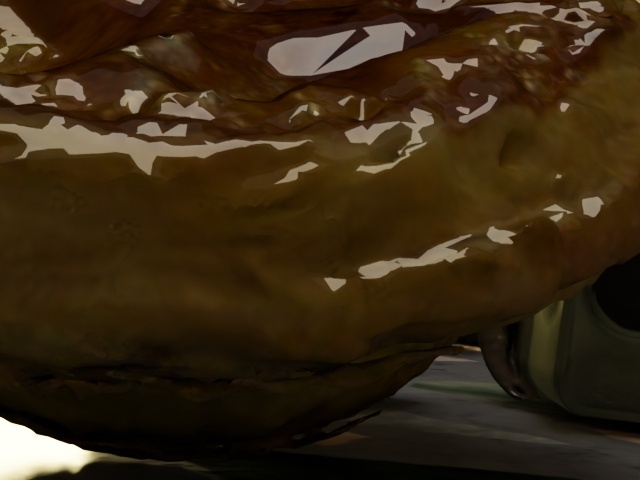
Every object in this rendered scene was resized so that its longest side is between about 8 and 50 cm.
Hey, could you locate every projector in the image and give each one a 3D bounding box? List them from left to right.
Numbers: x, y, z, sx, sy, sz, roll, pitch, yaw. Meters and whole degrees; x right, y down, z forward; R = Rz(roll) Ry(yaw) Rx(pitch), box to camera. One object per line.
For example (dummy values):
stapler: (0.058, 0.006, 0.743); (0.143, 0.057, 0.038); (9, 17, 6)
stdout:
projector: (0.217, 0.030, 0.709); (0.242, 0.164, 0.177); (9, -1, 1)

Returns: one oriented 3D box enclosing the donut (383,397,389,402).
donut: (-0.037, 0.043, 0.734); (0.216, 0.096, 0.230); (1, 2, -39)

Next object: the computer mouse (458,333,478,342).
computer mouse: (0.193, 0.078, 1.267); (0.105, 0.062, 0.192); (4, 1, 30)

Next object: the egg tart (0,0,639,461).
egg tart: (-0.055, -0.043, 0.534); (0.443, 0.178, 0.443); (1, 30, -1)
